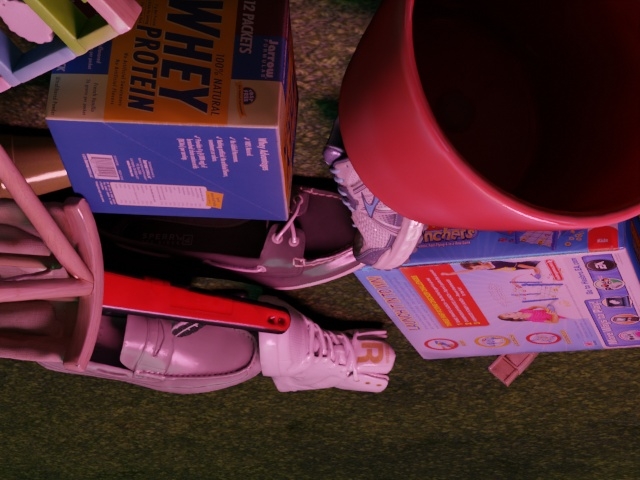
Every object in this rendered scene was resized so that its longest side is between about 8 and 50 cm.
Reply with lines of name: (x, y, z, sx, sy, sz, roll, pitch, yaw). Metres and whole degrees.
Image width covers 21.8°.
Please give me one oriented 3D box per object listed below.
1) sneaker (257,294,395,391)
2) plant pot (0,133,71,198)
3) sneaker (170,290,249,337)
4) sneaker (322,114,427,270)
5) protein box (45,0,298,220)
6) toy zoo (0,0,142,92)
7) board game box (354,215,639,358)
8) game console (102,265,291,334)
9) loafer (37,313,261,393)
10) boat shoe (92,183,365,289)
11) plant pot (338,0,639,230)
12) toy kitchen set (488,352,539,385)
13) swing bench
sneaker: (0.011, 0.133, 2.152, 0.169, 0.108, 0.292, -2, 166, 7)
plant pot: (-0.296, -0.078, 1.729, 0.079, 0.083, 0.083, -7, 158, -6)
sneaker: (-0.145, 0.084, 2.122, 0.109, 0.043, 0.040, -20, 147, 0)
sneaker: (0.059, -0.077, 1.645, 0.122, 0.110, 0.283, 13, 142, -5)
protein box: (-0.128, -0.121, 1.517, 0.201, 0.136, 0.200, 2, 157, 3)
toy zoo: (-0.313, -0.205, 1.395, 0.293, 0.030, 0.192, -17, 128, 39)
board game box: (0.224, 0.041, 1.913, 0.302, 0.086, 0.308, -4, 156, 18)
game console: (-0.252, 0.056, 1.884, 0.342, 0.060, 0.386, 14, 177, -22)
loafer: (-0.232, 0.138, 2.170, 0.319, 0.112, 0.111, 1, 165, 7)
boat shoe: (-0.096, -0.012, 1.802, 0.335, 0.112, 0.095, -1, 161, 18)
plant pot: (0.145, -0.126, 1.343, 0.275, 0.275, 0.243, 11, 167, -17)
toy kitchen set: (0.242, 0.128, 2.146, 0.068, 0.083, 0.075, 40, 169, 24)
swing bench: (-0.363, 0.005, 1.533, 0.253, 0.165, 0.255, 4, 163, 24)
